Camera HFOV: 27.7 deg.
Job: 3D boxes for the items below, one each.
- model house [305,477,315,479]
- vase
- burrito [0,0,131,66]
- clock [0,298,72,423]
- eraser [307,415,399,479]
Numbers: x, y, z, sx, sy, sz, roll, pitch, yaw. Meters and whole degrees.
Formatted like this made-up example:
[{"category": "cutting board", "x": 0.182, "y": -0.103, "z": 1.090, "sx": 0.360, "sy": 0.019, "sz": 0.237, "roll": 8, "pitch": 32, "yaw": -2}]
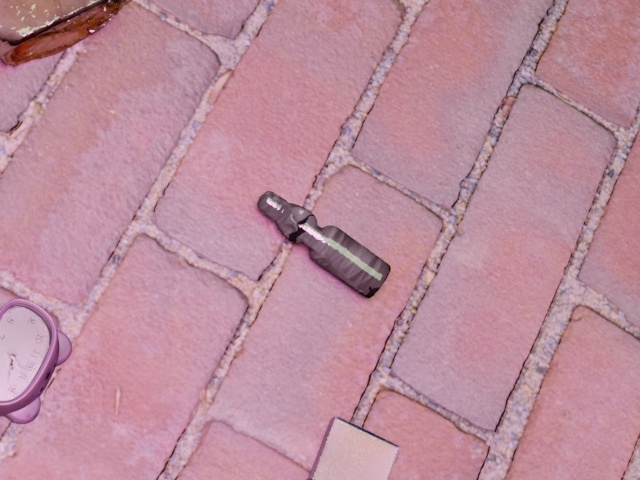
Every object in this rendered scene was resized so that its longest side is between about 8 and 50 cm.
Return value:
[{"category": "model house", "x": 0.000, "y": 0.407, "z": 1.622, "sx": 0.271, "sy": 0.178, "sz": 0.206, "roll": 8, "pitch": 82, "yaw": -14}, {"category": "vase", "x": 0.000, "y": 0.000, "z": 1.833, "sx": 0.211, "sy": 0.060, "sz": 0.060, "roll": 36, "pitch": 64, "yaw": -4}, {"category": "burrito", "x": -0.445, "y": -0.334, "z": 1.771, "sx": 0.348, "sy": 0.107, "sz": 0.175, "roll": 23, "pitch": 82, "yaw": -8}, {"category": "clock", "x": -0.385, "y": 0.154, "z": 1.651, "sx": 0.110, "sy": 0.050, "sz": 0.152, "roll": 29, "pitch": 65, "yaw": -8}, {"category": "eraser", "x": 0.037, "y": 0.327, "z": 1.754, "sx": 0.104, "sy": 0.023, "sz": 0.150, "roll": 27, "pitch": 66, "yaw": -10}]
